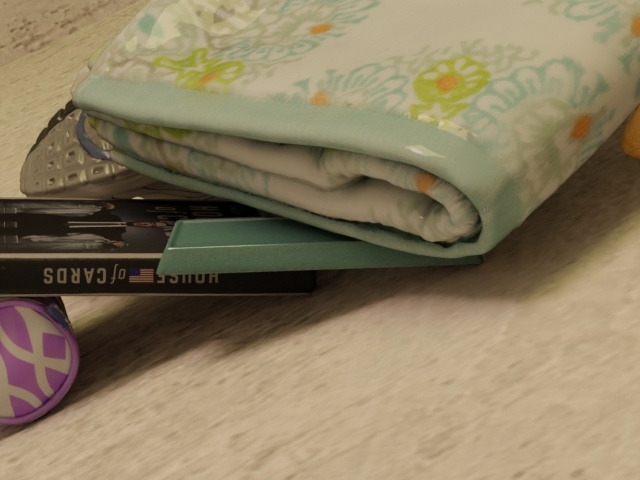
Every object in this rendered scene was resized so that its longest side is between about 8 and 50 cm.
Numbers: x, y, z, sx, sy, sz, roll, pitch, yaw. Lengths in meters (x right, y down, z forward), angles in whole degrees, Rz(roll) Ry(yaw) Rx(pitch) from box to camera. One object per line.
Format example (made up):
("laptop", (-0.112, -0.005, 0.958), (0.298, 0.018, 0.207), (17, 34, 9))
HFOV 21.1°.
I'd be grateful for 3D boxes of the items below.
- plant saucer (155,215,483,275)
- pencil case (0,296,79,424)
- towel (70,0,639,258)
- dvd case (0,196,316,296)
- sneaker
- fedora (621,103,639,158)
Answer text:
("plant saucer", (0.000, 0.000, 1.027), (0.192, 0.018, 0.067), (-1, 19, 3))
("pencil case", (-0.211, 0.055, 1.128), (0.086, 0.088, 0.206), (-51, 17, -1))
("towel", (0.055, -0.140, 1.087), (0.374, 0.090, 0.320), (17, 52, 42))
("dvd case", (-0.135, 0.003, 1.123), (0.239, 0.029, 0.179), (0, 13, -11))
("sneaker", (-0.076, -0.060, 1.248), (0.297, 0.129, 0.111), (-12, 46, 14))
("fedora", (0.248, -0.049, 0.839), (0.194, 0.079, 0.194), (-15, 17, 5))
